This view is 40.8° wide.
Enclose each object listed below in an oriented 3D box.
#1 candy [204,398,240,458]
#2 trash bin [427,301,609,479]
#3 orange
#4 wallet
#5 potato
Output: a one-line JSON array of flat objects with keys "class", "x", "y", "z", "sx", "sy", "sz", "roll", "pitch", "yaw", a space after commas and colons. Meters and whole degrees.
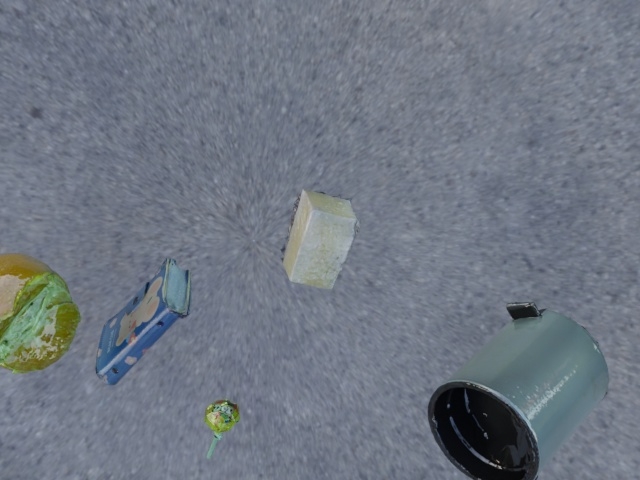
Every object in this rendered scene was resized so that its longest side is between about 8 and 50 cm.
[{"class": "candy", "x": -0.185, "y": 0.344, "z": 1.538, "sx": 0.062, "sy": 0.194, "sz": 0.058, "roll": 5, "pitch": 51, "yaw": -13}, {"class": "trash bin", "x": 0.349, "y": 0.274, "z": 1.514, "sx": 0.262, "sy": 0.217, "sz": 0.277, "roll": -31, "pitch": 102, "yaw": -40}, {"class": "orange", "x": -0.507, "y": 0.109, "z": 1.416, "sx": 0.158, "sy": 0.237, "sz": 0.179, "roll": 40, "pitch": 83, "yaw": 22}, {"class": "wallet", "x": -0.292, "y": 0.133, "z": 1.436, "sx": 0.059, "sy": 0.141, "sz": 0.202, "roll": 33, "pitch": 117, "yaw": -27}, {"class": "potato", "x": -0.001, "y": 0.002, "z": 1.139, "sx": 0.086, "sy": 0.061, "sz": 0.122, "roll": 12, "pitch": 114, "yaw": -16}]
